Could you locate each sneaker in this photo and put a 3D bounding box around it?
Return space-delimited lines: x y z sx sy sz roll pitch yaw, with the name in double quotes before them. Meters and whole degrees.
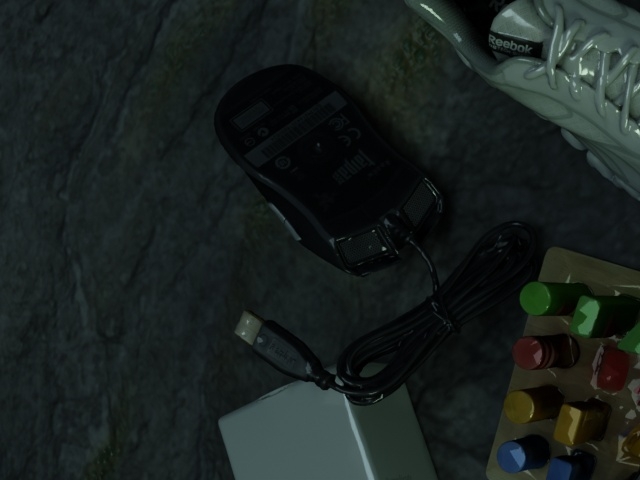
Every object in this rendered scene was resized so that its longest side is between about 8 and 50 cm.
"sneaker" 0.166 -0.097 0.688 0.292 0.118 0.110 36 105 30

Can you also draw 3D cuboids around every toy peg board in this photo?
"toy peg board" 0.175 0.099 0.690 0.161 0.079 0.160 19 98 35

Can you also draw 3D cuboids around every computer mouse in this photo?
"computer mouse" 0.000 0.000 0.796 0.184 0.060 0.262 -42 64 -17

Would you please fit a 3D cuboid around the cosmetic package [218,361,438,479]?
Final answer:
"cosmetic package" 0.026 0.208 0.786 0.117 0.085 0.231 -27 70 30

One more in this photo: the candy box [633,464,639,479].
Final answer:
"candy box" 0.292 0.105 0.555 0.159 0.071 0.233 48 113 8
